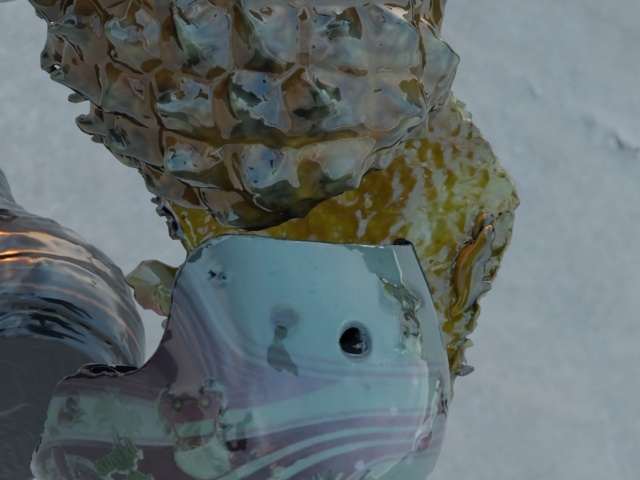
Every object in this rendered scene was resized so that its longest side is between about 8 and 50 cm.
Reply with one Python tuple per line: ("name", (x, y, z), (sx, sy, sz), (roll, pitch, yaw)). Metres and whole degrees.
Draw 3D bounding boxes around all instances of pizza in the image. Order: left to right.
("pizza", (0.000, 0.000, 0.935), (0.189, 0.071, 0.297), (-24, 72, -4))

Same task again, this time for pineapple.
("pineapple", (-0.042, -0.102, 0.778), (0.193, 0.166, 0.166), (58, 42, -9))

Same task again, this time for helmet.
("helmet", (-0.019, 0.078, 0.762), (0.107, 0.177, 0.153), (55, 27, 19))

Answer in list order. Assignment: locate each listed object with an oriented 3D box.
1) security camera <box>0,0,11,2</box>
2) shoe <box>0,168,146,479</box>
("security camera", (-0.309, -0.237, 1.342), (0.277, 0.197, 0.191), (-92, 178, -73))
("shoe", (-0.252, 0.034, 1.228), (0.171, 0.384, 0.237), (40, 47, -35))
